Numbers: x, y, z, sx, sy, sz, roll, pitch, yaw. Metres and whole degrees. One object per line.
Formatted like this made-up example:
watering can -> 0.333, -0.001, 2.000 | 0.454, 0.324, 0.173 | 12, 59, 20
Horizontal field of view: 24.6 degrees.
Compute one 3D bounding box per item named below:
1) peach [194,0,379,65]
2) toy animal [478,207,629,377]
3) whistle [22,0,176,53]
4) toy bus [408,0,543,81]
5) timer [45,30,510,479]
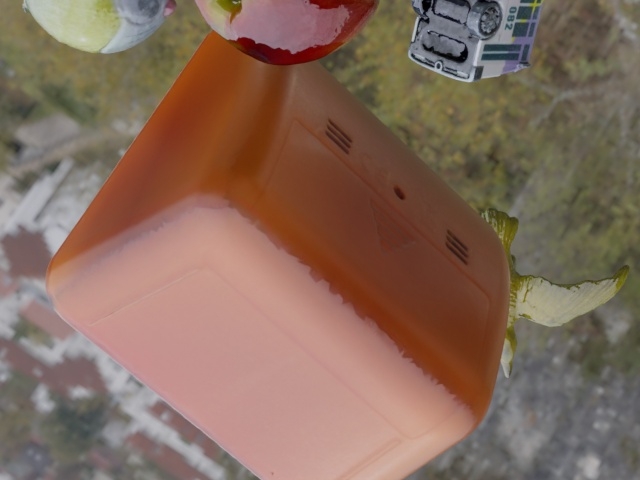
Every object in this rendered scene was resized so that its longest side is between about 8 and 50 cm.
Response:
peach -> -0.018, -0.144, 0.784 | 0.101, 0.100, 0.101 | 30, 164, 9
toy animal -> 0.178, 0.053, 1.389 | 0.219, 0.095, 0.155 | -5, 135, 4
whistle -> -0.162, -0.193, 1.137 | 0.123, 0.123, 0.223 | 33, 173, -1
toy bus -> 0.083, -0.134, 0.730 | 0.058, 0.102, 0.052 | -9, -152, -43
timer -> 0.000, 0.000, 0.943 | 0.257, 0.250, 0.161 | 42, 129, -18
